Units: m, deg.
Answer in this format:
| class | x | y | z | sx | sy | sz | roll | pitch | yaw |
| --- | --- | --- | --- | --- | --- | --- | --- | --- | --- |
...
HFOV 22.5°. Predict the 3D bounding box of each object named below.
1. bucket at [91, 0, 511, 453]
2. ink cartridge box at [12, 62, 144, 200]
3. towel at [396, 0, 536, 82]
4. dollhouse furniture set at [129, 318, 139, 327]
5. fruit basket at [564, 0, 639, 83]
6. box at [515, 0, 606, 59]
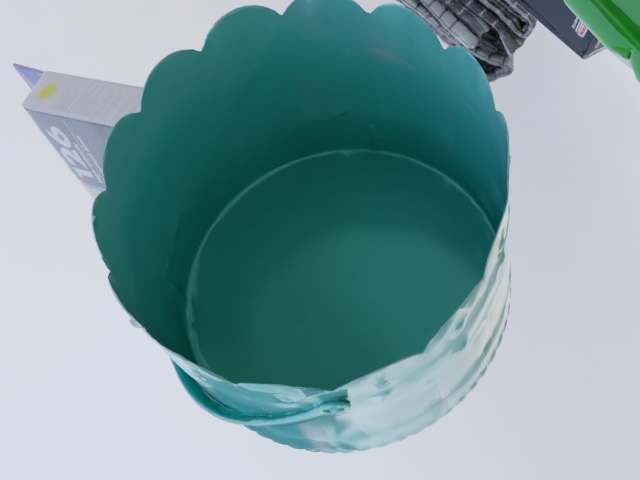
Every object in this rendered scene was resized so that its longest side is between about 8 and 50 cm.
| class | x | y | z | sx | sy | sz | roll | pitch | yaw |
| --- | --- | --- | --- | --- | --- | --- | --- | --- | --- |
| bucket | 0.000 | 0.000 | 1.061 | 0.183 | 0.281 | 0.281 | 70 | -168 | -62 |
| ink cartridge box | -0.178 | -0.043 | 1.689 | 0.072 | 0.307 | 0.304 | -52 | -52 | -23 |
| towel | 0.134 | -0.329 | 1.760 | 0.283 | 0.121 | 0.235 | 42 | -155 | -11 |
| dollhouse furniture set | -0.034 | 0.084 | 1.263 | 0.123 | 0.144 | 0.151 | -40 | -74 | -30 |
| fruit basket | 0.393 | -0.212 | 1.131 | 0.392 | 0.392 | 0.283 | 43 | -169 | -49 |
| box | 0.212 | -0.289 | 1.342 | 0.051 | 0.220 | 0.175 | -28 | -116 | -37 |
